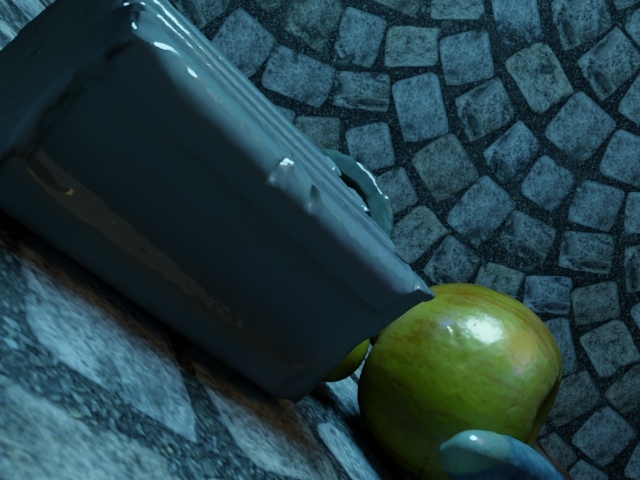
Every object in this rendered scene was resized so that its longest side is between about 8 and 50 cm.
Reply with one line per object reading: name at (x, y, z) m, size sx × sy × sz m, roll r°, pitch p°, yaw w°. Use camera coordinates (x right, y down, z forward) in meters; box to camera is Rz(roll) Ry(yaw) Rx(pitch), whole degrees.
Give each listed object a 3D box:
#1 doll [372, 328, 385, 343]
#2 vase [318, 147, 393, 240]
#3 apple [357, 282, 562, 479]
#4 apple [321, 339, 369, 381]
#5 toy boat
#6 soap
doll at (0.140, 0.183, 1.657) m, size 0.209 × 0.097 × 0.137 m, roll 52°, pitch 0°, yaw -7°
vase at (0.000, 0.000, 1.361) m, size 0.245 × 0.245 × 0.291 m, roll 49°, pitch -2°, yaw 11°
apple at (0.178, 0.193, 1.064) m, size 0.233 × 0.286 × 0.286 m, roll 25°, pitch -3°, yaw 23°
apple at (0.005, 0.126, 1.037) m, size 0.114 × 0.099 × 0.102 m, roll 22°, pitch 44°, yaw 0°
toy boat at (0.231, 0.325, 0.852) m, size 0.330 × 0.123 × 0.215 m, roll 49°, pitch 36°, yaw -39°
soap at (-0.126, -0.064, 0.854) m, size 0.435 × 0.213 × 0.350 m, roll 43°, pitch 11°, yaw -38°
